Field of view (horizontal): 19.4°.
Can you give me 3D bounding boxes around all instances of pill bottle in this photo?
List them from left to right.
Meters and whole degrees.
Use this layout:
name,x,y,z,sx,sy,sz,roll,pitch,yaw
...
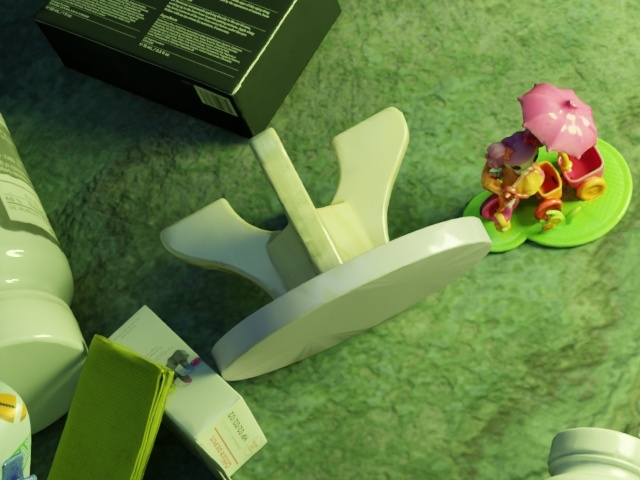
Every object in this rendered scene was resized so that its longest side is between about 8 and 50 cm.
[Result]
name,x,y,z,sx,sy,sz,roll,pitch,yaw
pill bottle,-0.363,0.011,1.824,0.204,0.204,0.361,-27,57,-2
pill bottle,0.224,0.274,1.571,0.121,0.121,0.216,4,62,17

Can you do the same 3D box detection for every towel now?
name,x,y,z,sx,sy,sz,roll,pitch,yaw
towel,-0.209,0.213,1.707,0.102,0.021,0.237,21,96,32

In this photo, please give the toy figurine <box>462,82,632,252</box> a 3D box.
name,x,y,z,sx,sy,sz,roll,pitch,yaw
toy figurine,0.202,-0.078,1.759,0.173,0.159,0.130,-24,58,1

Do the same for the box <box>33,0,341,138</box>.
name,x,y,z,sx,sy,sz,roll,pitch,yaw
box,-0.139,-0.240,1.974,0.261,0.103,0.184,23,71,25

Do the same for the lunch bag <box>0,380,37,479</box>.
name,x,y,z,sx,sy,sz,roll,pitch,yaw
lunch bag,-0.366,0.242,1.650,0.243,0.303,0.115,16,24,24

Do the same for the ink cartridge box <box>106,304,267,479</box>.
name,x,y,z,sx,sy,sz,roll,pitch,yaw
ink cartridge box,-0.115,0.155,1.737,0.061,0.104,0.181,-42,60,-11

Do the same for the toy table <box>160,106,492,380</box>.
name,x,y,z,sx,sy,sz,roll,pitch,yaw
toy table,0.000,0.000,1.737,0.274,0.252,0.161,-24,74,-11
